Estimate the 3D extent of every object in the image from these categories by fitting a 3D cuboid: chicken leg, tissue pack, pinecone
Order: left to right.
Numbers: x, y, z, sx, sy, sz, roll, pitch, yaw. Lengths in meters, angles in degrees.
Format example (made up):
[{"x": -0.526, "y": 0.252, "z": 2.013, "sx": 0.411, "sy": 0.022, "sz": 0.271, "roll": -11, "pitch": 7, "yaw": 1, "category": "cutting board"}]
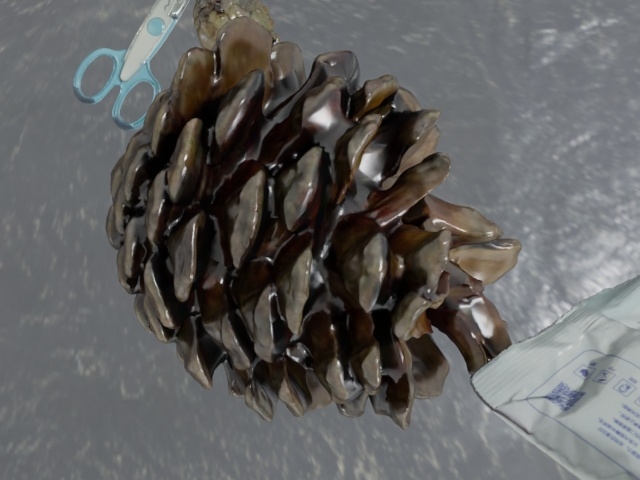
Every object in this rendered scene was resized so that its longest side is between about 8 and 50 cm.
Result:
[{"x": -0.067, "y": -0.200, "z": 1.635, "sx": 0.198, "sy": 0.085, "sz": 0.069, "roll": 49, "pitch": 125, "yaw": -2, "category": "chicken leg"}, {"x": -0.004, "y": -0.003, "z": 0.736, "sx": 0.184, "sy": 0.204, "sz": 0.179, "roll": 41, "pitch": 74, "yaw": -45, "category": "pinecone"}, {"x": 0.170, "y": 0.086, "z": 0.613, "sx": 0.122, "sy": 0.193, "sz": 0.026, "roll": -34, "pitch": 148, "yaw": -32, "category": "tissue pack"}]

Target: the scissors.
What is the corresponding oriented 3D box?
[{"x": -0.102, "y": -0.126, "z": 0.927, "sx": 0.058, "sy": 0.014, "sz": 0.119, "roll": 35, "pitch": 92, "yaw": 12, "category": "scissors"}]
